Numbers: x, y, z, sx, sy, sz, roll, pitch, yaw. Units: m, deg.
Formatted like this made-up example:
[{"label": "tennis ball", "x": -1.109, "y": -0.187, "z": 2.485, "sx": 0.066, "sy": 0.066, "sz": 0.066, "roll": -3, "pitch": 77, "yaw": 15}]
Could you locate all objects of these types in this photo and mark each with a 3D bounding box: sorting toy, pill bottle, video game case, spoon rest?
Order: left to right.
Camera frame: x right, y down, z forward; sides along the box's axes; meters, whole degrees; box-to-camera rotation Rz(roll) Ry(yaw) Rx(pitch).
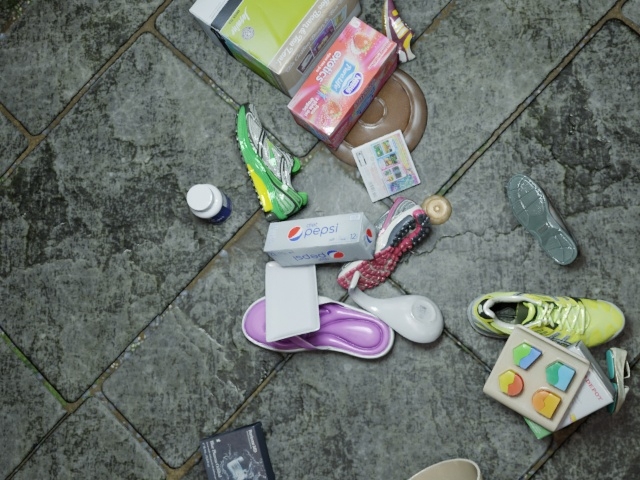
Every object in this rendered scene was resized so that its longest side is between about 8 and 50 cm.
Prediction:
[{"label": "pill bottle", "x": -0.305, "y": -0.102, "z": 1.907, "sx": 0.094, "sy": 0.169, "sz": 0.094, "roll": -1, "pitch": 82, "yaw": 9}, {"label": "video game case", "x": 0.178, "y": -0.202, "z": 1.899, "sx": 0.143, "sy": 0.019, "sz": 0.157, "roll": -22, "pitch": 103, "yaw": 4}, {"label": "spoon rest", "x": 0.196, "y": 0.174, "z": 1.825, "sx": 0.276, "sy": 0.084, "sz": 0.137, "roll": 27, "pitch": 55, "yaw": -4}, {"label": "sorting toy", "x": 0.514, "y": 0.332, "z": 1.677, "sx": 0.193, "sy": 0.038, "sz": 0.208, "roll": 28, "pitch": 109, "yaw": 22}]

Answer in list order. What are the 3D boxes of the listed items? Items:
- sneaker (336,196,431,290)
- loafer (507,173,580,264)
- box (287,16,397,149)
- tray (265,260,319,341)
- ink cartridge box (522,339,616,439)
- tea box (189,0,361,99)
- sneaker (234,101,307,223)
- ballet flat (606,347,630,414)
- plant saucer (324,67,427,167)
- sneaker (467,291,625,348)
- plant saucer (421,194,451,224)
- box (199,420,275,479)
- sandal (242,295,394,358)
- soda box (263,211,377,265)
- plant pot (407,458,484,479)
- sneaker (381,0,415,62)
[{"label": "sneaker", "x": 0.160, "y": 0.015, "z": 1.864, "sx": 0.299, "sy": 0.121, "sz": 0.112, "roll": -43, "pitch": 46, "yaw": 6}, {"label": "loafer", "x": 0.585, "y": -0.056, "z": 1.829, "sx": 0.096, "sy": 0.084, "sz": 0.268, "roll": -39, "pitch": 73, "yaw": 33}, {"label": "box", "x": 0.064, "y": -0.413, "z": 1.859, "sx": 0.142, "sy": 0.154, "sz": 0.300, "roll": 36, "pitch": 87, "yaw": 11}, {"label": "tray", "x": -0.074, "y": 0.150, "z": 1.847, "sx": 0.145, "sy": 0.030, "sz": 0.270, "roll": -16, "pitch": 46, "yaw": 12}, {"label": "ink cartridge box", "x": 0.590, "y": 0.365, "z": 1.717, "sx": 0.212, "sy": 0.093, "sz": 0.154, "roll": -38, "pitch": 77, "yaw": 27}, {"label": "tea box", "x": -0.115, "y": -0.632, "z": 1.928, "sx": 0.323, "sy": 0.220, "sz": 0.329, "roll": 38, "pitch": 89, "yaw": 12}, {"label": "sneaker", "x": -0.140, "y": -0.225, "z": 1.935, "sx": 0.146, "sy": 0.134, "sz": 0.344, "roll": -22, "pitch": 89, "yaw": -2}, {"label": "ballet flat", "x": 0.751, "y": 0.354, "z": 1.750, "sx": 0.052, "sy": 0.057, "sz": 0.168, "roll": 3, "pitch": 83, "yaw": -1}, {"label": "plant saucer", "x": 0.142, "y": -0.354, "z": 1.941, "sx": 0.310, "sy": 0.050, "sz": 0.311, "roll": -1, "pitch": 83, "yaw": 8}, {"label": "sneaker", "x": 0.568, "y": 0.203, "z": 1.750, "sx": 0.384, "sy": 0.147, "sz": 0.145, "roll": 0, "pitch": 81, "yaw": 7}, {"label": "plant saucer", "x": 0.314, "y": -0.084, "z": 1.893, "sx": 0.083, "sy": 0.015, "sz": 0.083, "roll": -1, "pitch": 82, "yaw": 8}, {"label": "box", "x": -0.219, "y": 0.578, "z": 1.841, "sx": 0.158, "sy": 0.093, "sz": 0.156, "roll": -17, "pitch": 80, "yaw": 4}, {"label": "sandal", "x": -0.011, "y": 0.221, "z": 1.854, "sx": 0.416, "sy": 0.102, "sz": 0.169, "roll": 4, "pitch": 83, "yaw": 9}, {"label": "soda box", "x": 0.000, "y": 0.000, "z": 1.828, "sx": 0.286, "sy": 0.098, "sz": 0.091, "roll": -6, "pitch": 59, "yaw": 30}, {"label": "plant pot", "x": 0.331, "y": 0.720, "z": 1.684, "sx": 0.256, "sy": 0.256, "sz": 0.274, "roll": -29, "pitch": 95, "yaw": 4}, {"label": "sneaker", "x": 0.220, "y": -0.588, "z": 1.956, "sx": 0.083, "sy": 0.069, "sz": 0.186, "roll": -5, "pitch": 87, "yaw": -1}]
